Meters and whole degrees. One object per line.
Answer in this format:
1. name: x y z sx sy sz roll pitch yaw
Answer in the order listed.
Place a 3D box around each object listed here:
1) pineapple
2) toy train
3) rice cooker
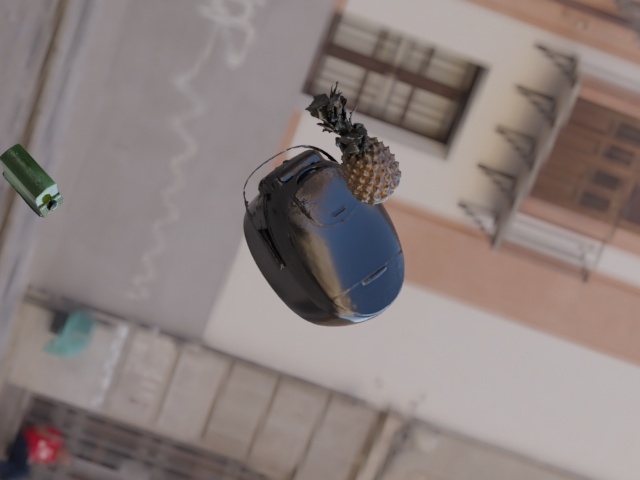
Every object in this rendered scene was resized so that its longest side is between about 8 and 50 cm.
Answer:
1. pineapple: 0.028 -0.088 1.449 0.058 0.124 0.058 -21 -136 21
2. toy train: -0.354 -0.074 1.935 0.038 0.093 0.056 -39 160 -15
3. rice cooker: 0.000 -0.001 1.699 0.142 0.203 0.118 -32 180 -33
